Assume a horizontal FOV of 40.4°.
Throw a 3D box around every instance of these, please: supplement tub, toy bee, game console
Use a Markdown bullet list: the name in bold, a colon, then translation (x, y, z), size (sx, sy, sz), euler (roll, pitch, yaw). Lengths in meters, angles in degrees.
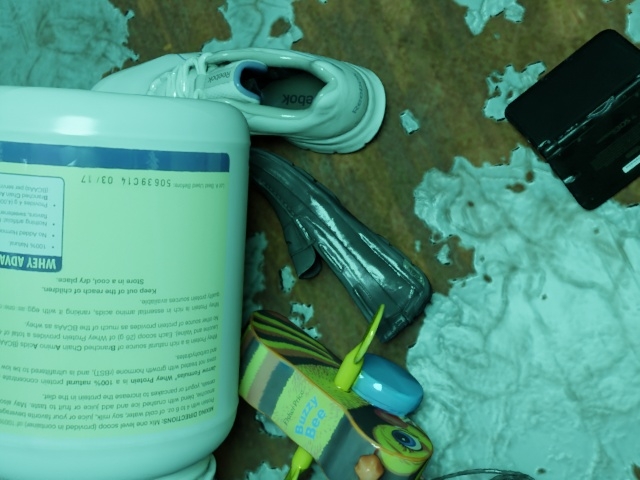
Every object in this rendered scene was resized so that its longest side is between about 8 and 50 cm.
- **supplement tub**: translation (-0.178, 0.049, 0.688), size (0.235, 0.235, 0.325), euler (6, 97, 17)
- **toy bee**: translation (0.033, 0.148, 0.710), size (0.298, 0.162, 0.195), euler (9, 94, 23)
- **game console**: translation (0.246, -0.107, 0.769), size (0.122, 0.071, 0.107), euler (-39, 104, 9)

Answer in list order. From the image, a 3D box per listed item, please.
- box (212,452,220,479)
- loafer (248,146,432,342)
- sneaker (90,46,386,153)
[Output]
- **box**: translation (-0.147, 0.221, 0.830), size (0.093, 0.027, 0.137), euler (-19, 77, 12)
- **loafer**: translation (0.000, 0.000, 0.792), size (0.223, 0.076, 0.078), euler (42, 87, 14)
- **sneaker**: translation (-0.093, -0.141, 0.813), size (0.296, 0.129, 0.111), euler (-2, 84, 17)
